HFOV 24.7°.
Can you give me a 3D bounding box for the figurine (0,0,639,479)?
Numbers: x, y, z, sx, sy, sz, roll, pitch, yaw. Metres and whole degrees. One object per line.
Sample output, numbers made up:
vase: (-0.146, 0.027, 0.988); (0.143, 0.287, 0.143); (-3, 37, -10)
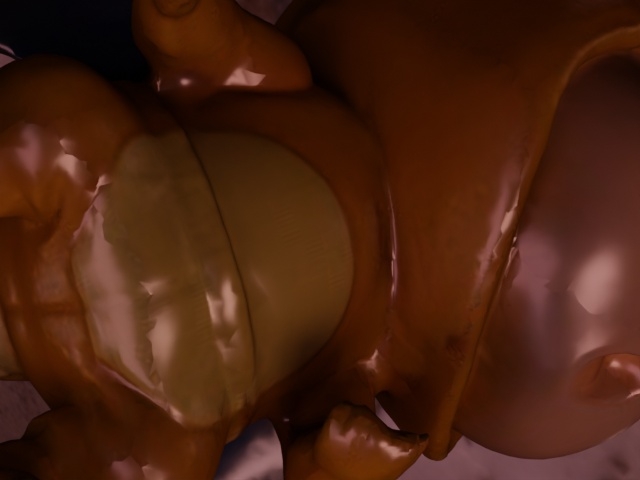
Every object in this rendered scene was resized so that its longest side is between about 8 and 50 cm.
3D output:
figurine: (-0.009, -0.036, 0.628); (0.268, 0.387, 0.401); (-38, 74, 58)
